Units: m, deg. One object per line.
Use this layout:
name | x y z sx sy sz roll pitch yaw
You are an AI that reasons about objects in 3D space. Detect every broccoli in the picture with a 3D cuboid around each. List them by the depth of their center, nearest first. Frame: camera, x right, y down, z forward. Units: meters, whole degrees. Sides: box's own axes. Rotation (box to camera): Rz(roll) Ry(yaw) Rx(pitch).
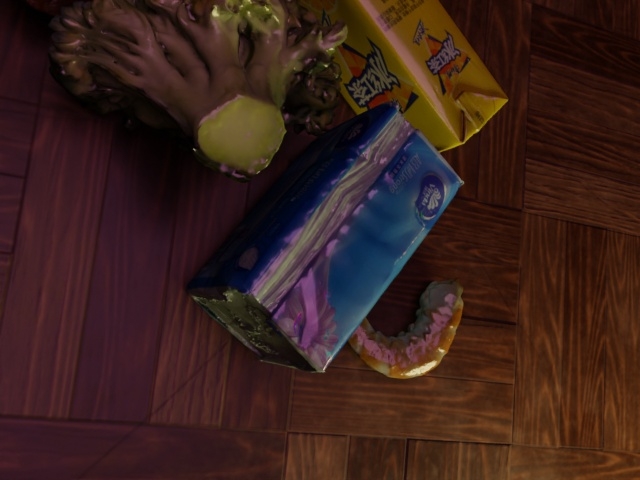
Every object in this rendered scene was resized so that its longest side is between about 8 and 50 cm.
broccoli | -0.110 -0.173 0.694 0.288 0.245 0.248 -30 129 -6

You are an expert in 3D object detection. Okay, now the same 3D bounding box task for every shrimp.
shrimp | 0.099 0.092 0.876 0.166 0.049 0.161 31 74 -9

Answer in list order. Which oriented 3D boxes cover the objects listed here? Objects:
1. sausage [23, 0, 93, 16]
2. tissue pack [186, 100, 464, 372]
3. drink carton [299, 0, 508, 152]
sausage | -0.219 -0.332 0.731 0.268 0.153 0.141 -23 81 -24
tissue pack | 0.000 0.000 0.757 0.146 0.198 0.263 45 69 -15
drink carton | 0.063 -0.266 0.842 0.111 0.154 0.351 -42 100 -22
